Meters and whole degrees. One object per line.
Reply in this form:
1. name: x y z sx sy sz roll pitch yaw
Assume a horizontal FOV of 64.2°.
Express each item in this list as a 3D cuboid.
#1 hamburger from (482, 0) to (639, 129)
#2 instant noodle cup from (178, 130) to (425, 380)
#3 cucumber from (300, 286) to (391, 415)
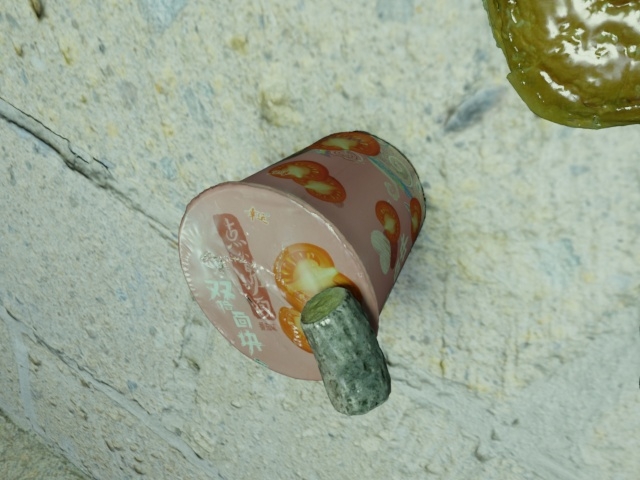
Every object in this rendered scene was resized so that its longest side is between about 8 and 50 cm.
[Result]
1. hamburger: 0.255 -0.219 0.377 0.284 0.134 0.266 -8 116 33
2. instant noodle cup: 0.000 0.000 0.606 0.242 0.231 0.243 16 126 24
3. cucumber: 0.023 0.099 0.462 0.064 0.064 0.112 -7 113 34
